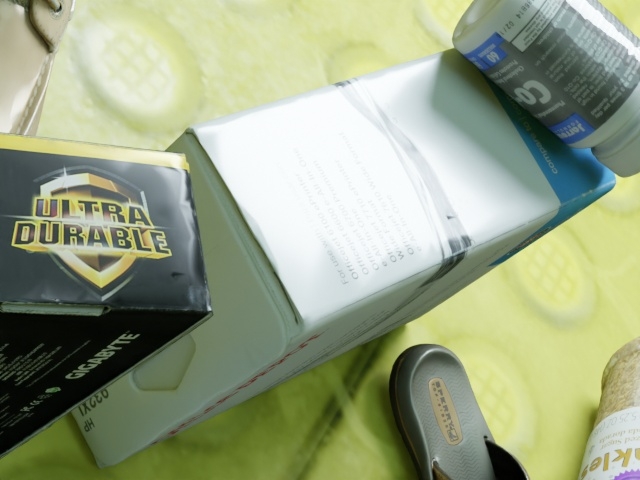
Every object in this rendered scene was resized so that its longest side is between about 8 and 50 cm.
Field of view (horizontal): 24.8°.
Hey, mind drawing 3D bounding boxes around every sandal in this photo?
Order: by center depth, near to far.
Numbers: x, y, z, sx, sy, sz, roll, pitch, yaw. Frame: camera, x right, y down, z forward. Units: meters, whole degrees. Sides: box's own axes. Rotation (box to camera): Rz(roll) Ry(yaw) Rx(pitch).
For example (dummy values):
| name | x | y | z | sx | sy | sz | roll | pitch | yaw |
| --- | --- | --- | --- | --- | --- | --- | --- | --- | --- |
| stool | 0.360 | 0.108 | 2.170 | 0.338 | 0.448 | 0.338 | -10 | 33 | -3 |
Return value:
| name | x | y | z | sx | sy | sz | roll | pitch | yaw |
| --- | --- | --- | --- | --- | --- | --- | --- | --- | --- |
| sandal | 0.117 | 0.171 | 1.015 | 0.090 | 0.060 | 0.219 | -11 | 79 | -42 |

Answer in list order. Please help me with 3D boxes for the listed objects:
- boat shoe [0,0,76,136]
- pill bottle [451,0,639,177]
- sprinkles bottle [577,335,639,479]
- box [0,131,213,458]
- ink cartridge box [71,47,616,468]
| name | x | y | z | sx | sy | sz | roll | pitch | yaw |
| --- | --- | --- | --- | --- | --- | --- | --- | --- | --- |
| boat shoe | -0.211 | -0.175 | 0.918 | 0.121 | 0.110 | 0.341 | 18 | 56 | -31 |
| pill bottle | 0.154 | -0.105 | 0.882 | 0.137 | 0.078 | 0.078 | 39 | 47 | -12 |
| sprinkles bottle | 0.227 | 0.215 | 1.010 | 0.121 | 0.121 | 0.355 | 42 | 39 | -12 |
| box | -0.236 | 0.050 | 0.621 | 0.257 | 0.322 | 0.079 | 6 | 63 | -36 |
| ink cartridge box | 0.000 | 0.000 | 0.907 | 0.307 | 0.223 | 0.129 | -22 | 79 | -44 |
